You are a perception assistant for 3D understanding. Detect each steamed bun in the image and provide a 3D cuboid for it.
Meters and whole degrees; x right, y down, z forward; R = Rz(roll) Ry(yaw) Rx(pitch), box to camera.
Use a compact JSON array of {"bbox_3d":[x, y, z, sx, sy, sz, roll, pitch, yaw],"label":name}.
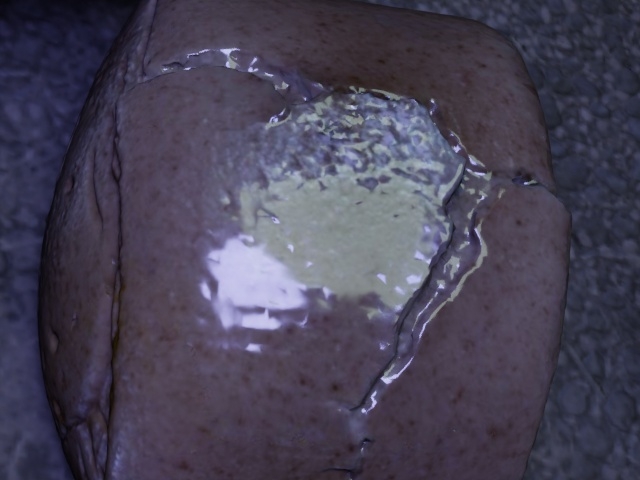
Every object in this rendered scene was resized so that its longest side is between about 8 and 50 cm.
[{"bbox_3d":[0.000,0.000,0.810,0.251,0.199,0.301,11,59,-23],"label":"steamed bun"}]
